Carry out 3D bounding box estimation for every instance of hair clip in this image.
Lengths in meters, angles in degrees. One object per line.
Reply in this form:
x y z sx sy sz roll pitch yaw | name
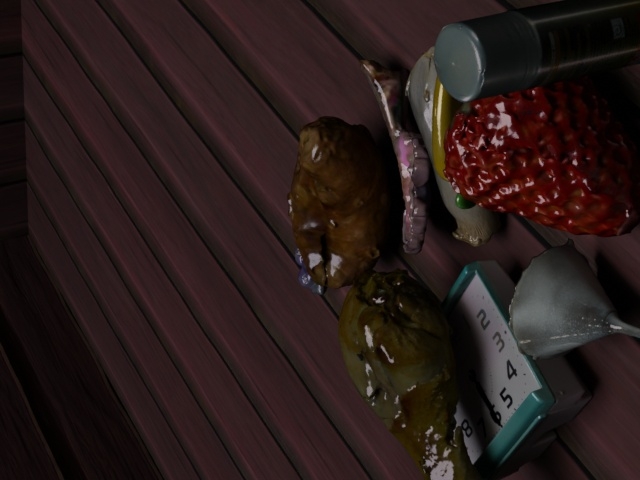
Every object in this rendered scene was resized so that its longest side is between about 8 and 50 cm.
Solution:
0.001 0.000 1.965 0.124 0.052 0.195 6 101 50 | hair clip
0.122 -0.130 1.610 0.173 0.069 0.300 73 -176 -80 | hair clip

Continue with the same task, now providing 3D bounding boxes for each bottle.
0.251 -0.205 1.130 0.082 0.286 0.082 36 134 49 | bottle

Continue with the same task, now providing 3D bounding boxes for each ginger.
0.030 -0.076 1.719 0.165 0.172 0.321 12 136 21 | ginger

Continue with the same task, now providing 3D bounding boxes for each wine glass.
0.349 0.099 1.271 0.232 0.156 0.156 19 120 52 | wine glass

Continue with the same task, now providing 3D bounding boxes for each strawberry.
0.272 -0.096 1.284 0.244 0.205 0.205 43 144 13 | strawberry

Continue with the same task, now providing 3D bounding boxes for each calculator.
0.197 -0.154 1.408 0.032 0.146 0.235 17 120 45 | calculator

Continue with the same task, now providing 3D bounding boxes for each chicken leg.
0.143 0.236 1.512 0.201 0.152 0.429 129 120 -74 | chicken leg

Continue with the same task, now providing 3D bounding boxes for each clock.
0.247 0.186 1.542 0.231 0.116 0.262 64 150 29 | clock

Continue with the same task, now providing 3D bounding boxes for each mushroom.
0.183 -0.126 1.495 0.096 0.099 0.278 -49 -55 -77 | mushroom
